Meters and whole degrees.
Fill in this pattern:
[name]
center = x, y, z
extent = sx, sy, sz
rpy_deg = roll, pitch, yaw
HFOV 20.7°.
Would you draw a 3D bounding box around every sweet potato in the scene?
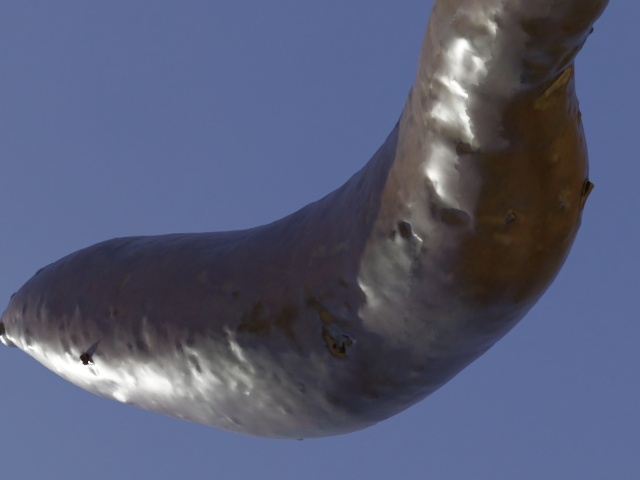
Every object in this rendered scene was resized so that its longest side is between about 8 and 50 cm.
[sweet potato]
center = 0.007, 0.002, 0.535
extent = 0.108, 0.346, 0.079
rpy_deg = 33, -129, -18
